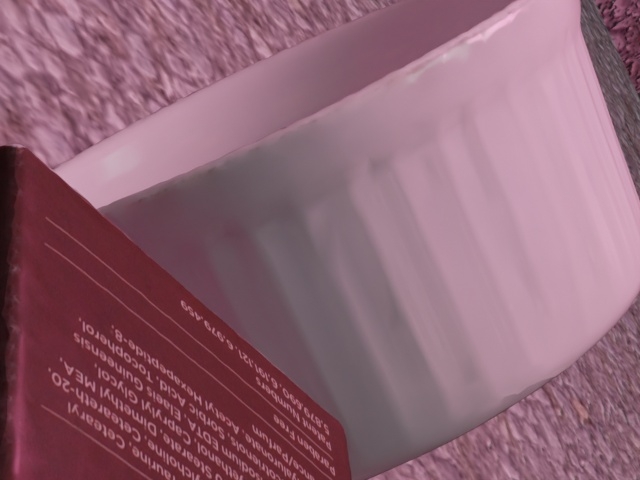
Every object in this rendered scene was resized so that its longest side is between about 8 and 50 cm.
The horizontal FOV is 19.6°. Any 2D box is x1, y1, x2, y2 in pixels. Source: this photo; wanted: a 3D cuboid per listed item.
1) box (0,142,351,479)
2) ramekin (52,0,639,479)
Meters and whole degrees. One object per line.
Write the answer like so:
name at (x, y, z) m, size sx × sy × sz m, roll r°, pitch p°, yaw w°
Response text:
box at (-0.094, 0.120, 0.514) m, size 0.167 × 0.168 × 0.203 m, roll 45°, pitch 24°, yaw -37°
ramekin at (0.000, 0.000, 0.766) m, size 0.135 × 0.277 × 0.277 m, roll 65°, pitch 19°, yaw -11°
